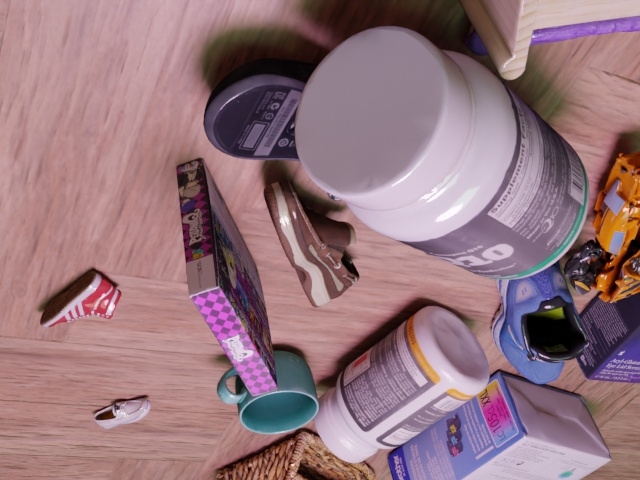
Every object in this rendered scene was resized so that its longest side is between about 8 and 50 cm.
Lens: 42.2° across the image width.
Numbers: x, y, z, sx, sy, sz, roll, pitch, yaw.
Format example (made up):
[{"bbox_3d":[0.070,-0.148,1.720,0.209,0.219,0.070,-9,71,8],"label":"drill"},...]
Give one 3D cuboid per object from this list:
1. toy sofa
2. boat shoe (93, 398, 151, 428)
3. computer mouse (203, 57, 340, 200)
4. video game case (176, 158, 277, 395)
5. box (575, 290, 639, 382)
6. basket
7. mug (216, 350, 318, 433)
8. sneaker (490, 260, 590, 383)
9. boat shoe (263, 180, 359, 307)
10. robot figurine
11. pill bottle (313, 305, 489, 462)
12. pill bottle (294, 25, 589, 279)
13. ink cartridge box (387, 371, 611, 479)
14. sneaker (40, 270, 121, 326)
[{"bbox_3d":[0.342,-0.257,0.878,0.362,0.150,0.177,-9,137,-7],"label":"toy sofa"},{"bbox_3d":[-0.330,0.283,1.374,0.100,0.035,0.035,-19,142,16],"label":"boat shoe"},{"bbox_3d":[-0.024,-0.145,0.967,0.272,0.072,0.188,8,134,-41],"label":"computer mouse"},{"bbox_3d":[-0.116,0.049,1.041,0.041,0.210,0.232,-17,140,3],"label":"video game case"},{"bbox_3d":[0.547,0.142,1.411,0.153,0.108,0.207,6,135,-21],"label":"box"},{"bbox_3d":[-0.026,0.539,1.608,0.223,0.213,0.299,-28,137,16],"label":"basket"},{"bbox_3d":[-0.080,0.232,1.340,0.129,0.097,0.158,-24,137,12],"label":"mug"},{"bbox_3d":[0.352,0.154,1.340,0.129,0.147,0.330,-19,139,5],"label":"sneaker"},{"bbox_3d":[-0.003,-0.006,1.111,0.095,0.095,0.257,-22,149,0],"label":"boat shoe"},{"bbox_3d":[0.469,-0.019,1.209,0.211,0.085,0.291,-18,138,-15],"label":"robot figurine"},{"bbox_3d":[0.126,0.243,1.364,0.162,0.162,0.278,25,126,-36],"label":"pill bottle"},{"bbox_3d":[0.144,-0.084,0.915,0.204,0.204,0.361,-36,149,23],"label":"pill bottle"},{"bbox_3d":[0.327,0.449,1.657,0.270,0.151,0.395,21,126,-33],"label":"ink cartridge box"},{"bbox_3d":[-0.331,0.095,1.157,0.118,0.042,0.067,-35,132,19],"label":"sneaker"}]
